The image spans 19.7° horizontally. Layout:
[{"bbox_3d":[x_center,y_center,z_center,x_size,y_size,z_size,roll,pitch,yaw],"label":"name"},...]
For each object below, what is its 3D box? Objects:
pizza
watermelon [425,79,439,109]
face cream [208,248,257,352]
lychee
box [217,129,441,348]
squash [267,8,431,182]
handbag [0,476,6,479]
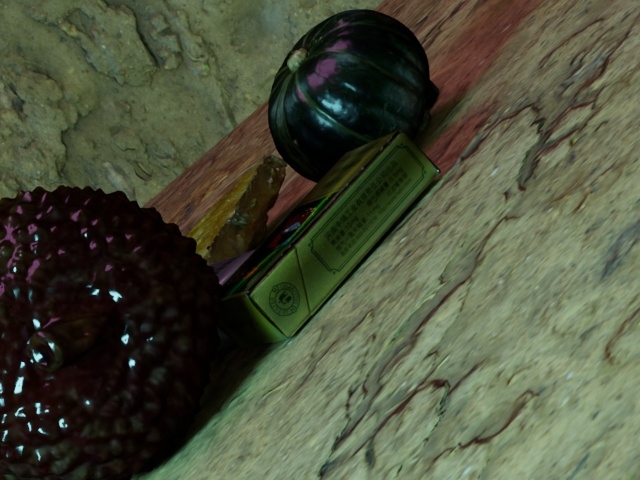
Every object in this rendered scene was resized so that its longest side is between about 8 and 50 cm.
[{"bbox_3d":[-0.138,0.030,2.315,0.280,0.075,0.287,-46,11,11],"label":"pizza"},{"bbox_3d":[0.097,-0.170,2.269,0.135,0.125,0.094,-10,-55,-53],"label":"watermelon"},{"bbox_3d":[-0.131,0.078,2.052,0.144,0.071,0.291,-46,10,-21],"label":"face cream"},{"bbox_3d":[-0.244,0.092,1.780,0.306,0.306,0.330,-45,5,-8],"label":"lychee"},{"bbox_3d":[0.000,0.000,1.861,0.240,0.071,0.159,-48,12,-19],"label":"box"},{"bbox_3d":[0.035,-0.160,2.104,0.218,0.172,0.218,-37,18,15],"label":"squash"},{"bbox_3d":[-0.347,0.190,2.054,0.171,0.151,0.298,5,41,32],"label":"handbag"}]
